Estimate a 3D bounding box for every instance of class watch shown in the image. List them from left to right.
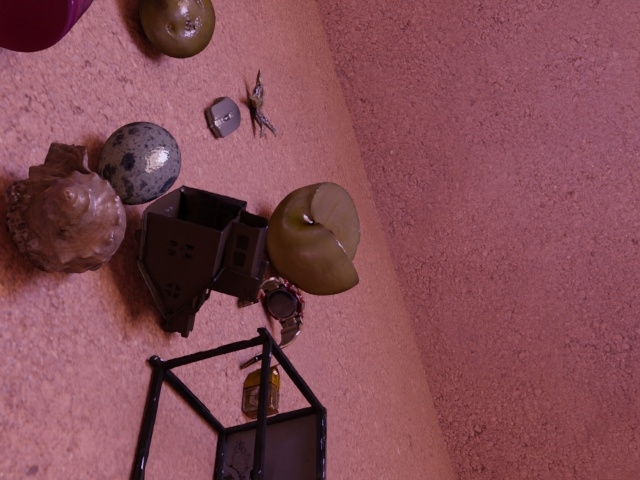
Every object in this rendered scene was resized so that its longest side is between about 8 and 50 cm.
[{"bbox_3d":[-0.127,0.179,1.615,0.165,0.102,0.268,67,25,1],"label":"watch"}]

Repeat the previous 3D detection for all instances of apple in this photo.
[{"bbox_3d":[-0.019,0.009,1.860,0.258,0.233,0.295,63,20,-53],"label":"apple"}]

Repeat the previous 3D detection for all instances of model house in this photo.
[{"bbox_3d":[-0.203,0.059,1.225,0.211,0.204,0.244,-65,170,-71],"label":"model house"}]

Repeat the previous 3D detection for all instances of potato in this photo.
[{"bbox_3d":[-0.309,-0.499,1.531,0.251,0.158,0.175,-97,-172,-58],"label":"potato"}]

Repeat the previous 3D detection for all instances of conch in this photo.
[{"bbox_3d":[-0.341,-0.034,0.971,0.245,0.162,0.179,116,-17,-69],"label":"conch"}]

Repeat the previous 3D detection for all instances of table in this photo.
[{"bbox_3d":[-0.138,0.366,1.120,0.335,0.222,0.272,-91,159,-46],"label":"table"}]

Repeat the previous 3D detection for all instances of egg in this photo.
[{"bbox_3d":[-0.309,-0.128,1.196,0.132,0.132,0.172,64,27,-30],"label":"egg"}]

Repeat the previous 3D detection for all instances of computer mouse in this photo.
[{"bbox_3d":[-0.238,-0.314,1.768,0.089,0.056,0.182,63,19,-17],"label":"computer mouse"}]

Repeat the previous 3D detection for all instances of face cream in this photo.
[{"bbox_3d":[-0.415,-0.391,1.019,0.195,0.175,0.175,-83,152,-51],"label":"face cream"}]

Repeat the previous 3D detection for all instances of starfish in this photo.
[{"bbox_3d":[-0.178,-0.393,2.038,0.176,0.053,0.208,50,28,-76],"label":"starfish"}]

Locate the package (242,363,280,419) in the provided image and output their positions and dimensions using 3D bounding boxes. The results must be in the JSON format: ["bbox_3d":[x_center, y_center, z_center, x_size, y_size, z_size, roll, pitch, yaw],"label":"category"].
[{"bbox_3d":[-0.123,0.311,1.498,0.131,0.071,0.047,-87,152,-45],"label":"package"}]
